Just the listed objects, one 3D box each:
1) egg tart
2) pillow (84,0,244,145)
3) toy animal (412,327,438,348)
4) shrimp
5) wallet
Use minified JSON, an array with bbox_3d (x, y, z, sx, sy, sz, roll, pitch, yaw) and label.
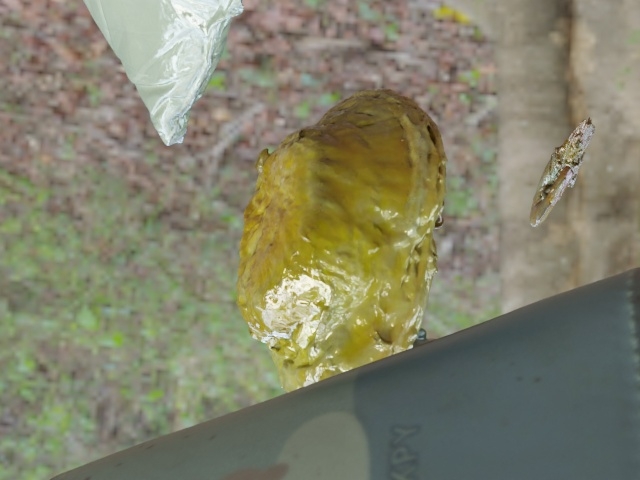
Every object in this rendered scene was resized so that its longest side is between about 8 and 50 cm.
[{"bbox_3d":[0.000,0.000,1.568,0.153,0.351,0.339,19,180,-21],"label":"egg tart"},{"bbox_3d":[-0.112,-0.254,1.010,0.076,0.274,0.280,-16,153,-33],"label":"pillow"},{"bbox_3d":[0.154,0.224,1.692,0.125,0.251,0.127,-12,163,25],"label":"toy animal"},{"bbox_3d":[0.306,-0.086,1.935,0.045,0.162,0.095,33,-147,11],"label":"shrimp"},{"bbox_3d":[0.005,0.152,0.680,0.360,0.252,0.083,-22,125,21],"label":"wallet"}]
